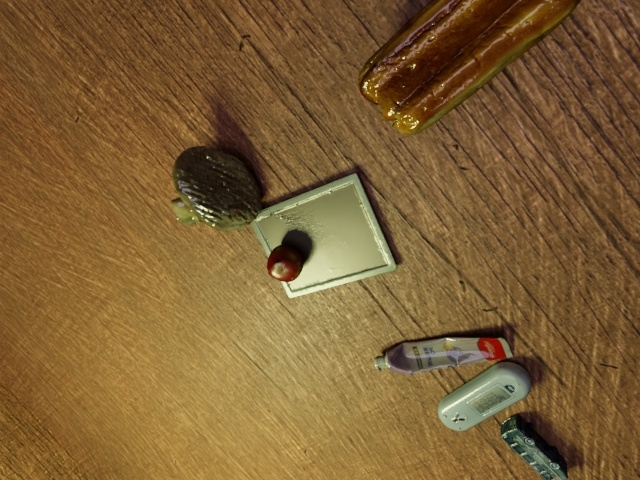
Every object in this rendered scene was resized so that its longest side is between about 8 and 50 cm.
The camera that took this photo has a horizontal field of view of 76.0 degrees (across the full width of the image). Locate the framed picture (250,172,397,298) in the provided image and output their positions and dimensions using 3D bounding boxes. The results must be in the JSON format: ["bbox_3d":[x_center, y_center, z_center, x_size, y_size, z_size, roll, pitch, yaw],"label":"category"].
[{"bbox_3d":[0.000,0.000,0.928,0.295,0.019,0.233,-17,105,27],"label":"framed picture"}]

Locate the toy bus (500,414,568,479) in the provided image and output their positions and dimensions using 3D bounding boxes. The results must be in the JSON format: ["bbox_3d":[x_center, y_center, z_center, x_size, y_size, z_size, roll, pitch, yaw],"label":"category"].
[{"bbox_3d":[0.477,0.468,0.918,0.166,0.047,0.065,44,125,-1],"label":"toy bus"}]

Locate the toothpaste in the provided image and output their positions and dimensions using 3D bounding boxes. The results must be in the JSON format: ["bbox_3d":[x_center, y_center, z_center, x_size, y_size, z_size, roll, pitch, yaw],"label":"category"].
[{"bbox_3d":[0.262,0.257,0.917,0.300,0.048,0.075,-16,101,25],"label":"toothpaste"}]

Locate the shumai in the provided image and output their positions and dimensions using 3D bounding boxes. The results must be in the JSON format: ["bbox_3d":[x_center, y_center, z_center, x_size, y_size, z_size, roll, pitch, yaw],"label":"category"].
[{"bbox_3d":[-0.245,-0.107,0.926,0.209,0.162,0.152,31,157,-27],"label":"shumai"}]

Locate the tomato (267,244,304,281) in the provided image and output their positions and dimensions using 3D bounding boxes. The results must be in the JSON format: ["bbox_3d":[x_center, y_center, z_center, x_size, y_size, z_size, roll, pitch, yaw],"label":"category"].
[{"bbox_3d":[-0.082,0.056,0.930,0.087,0.075,0.088,6,114,15],"label":"tomato"}]

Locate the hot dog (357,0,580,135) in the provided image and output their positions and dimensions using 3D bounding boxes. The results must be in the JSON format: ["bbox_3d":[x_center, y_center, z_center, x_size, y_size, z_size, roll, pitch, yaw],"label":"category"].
[{"bbox_3d":[0.218,-0.315,0.640,0.158,0.117,0.348,39,126,-21],"label":"hot dog"}]

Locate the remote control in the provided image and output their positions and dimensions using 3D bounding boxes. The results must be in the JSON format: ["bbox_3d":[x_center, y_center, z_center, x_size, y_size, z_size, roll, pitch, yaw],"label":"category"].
[{"bbox_3d":[0.360,0.355,0.917,0.087,0.047,0.244,38,123,0],"label":"remote control"}]
